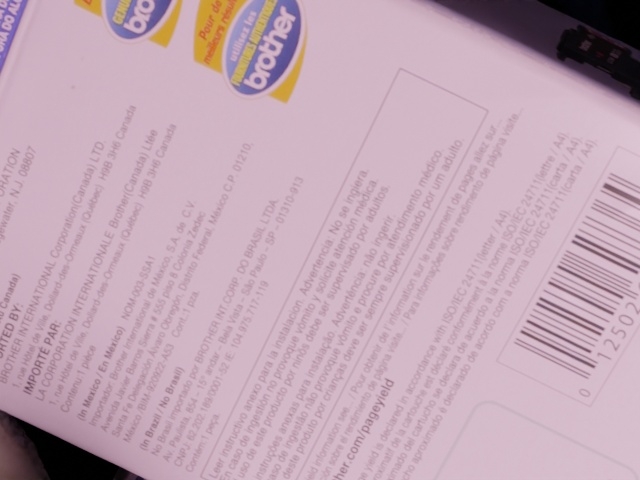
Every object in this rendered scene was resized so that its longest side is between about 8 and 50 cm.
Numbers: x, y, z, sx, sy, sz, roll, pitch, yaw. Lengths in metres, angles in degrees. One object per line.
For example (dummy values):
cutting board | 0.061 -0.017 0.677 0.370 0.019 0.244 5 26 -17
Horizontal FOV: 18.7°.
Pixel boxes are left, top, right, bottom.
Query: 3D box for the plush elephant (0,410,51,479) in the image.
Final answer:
plush elephant | -0.131 0.197 0.637 0.255 0.330 0.271 8 123 8

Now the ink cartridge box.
ink cartridge box | 0.000 0.000 0.590 0.311 0.065 0.185 25 117 -2

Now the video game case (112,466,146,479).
video game case | -0.019 0.065 0.719 0.087 0.011 0.122 15 119 -28
